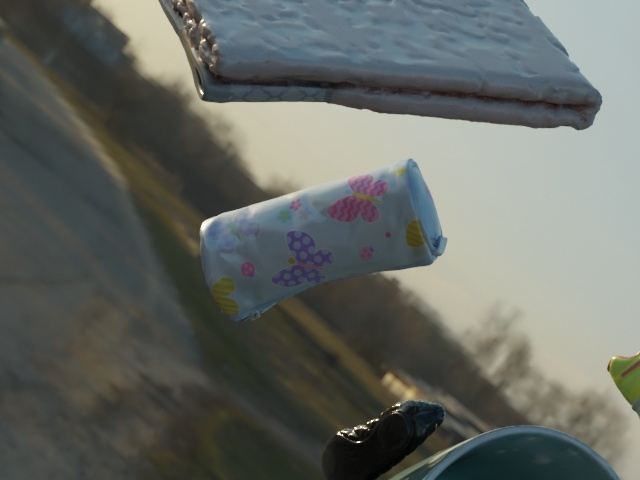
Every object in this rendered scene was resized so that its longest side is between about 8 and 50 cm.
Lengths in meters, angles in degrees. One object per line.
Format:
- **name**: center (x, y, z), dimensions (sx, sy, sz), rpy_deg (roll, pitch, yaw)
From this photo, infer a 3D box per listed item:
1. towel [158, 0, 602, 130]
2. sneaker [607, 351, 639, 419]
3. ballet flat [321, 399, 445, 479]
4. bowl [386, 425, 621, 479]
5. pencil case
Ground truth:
- **towel**: center (0.020, -0.190, 1.360), dimensions (0.317, 0.053, 0.332), rpy_deg (3, 34, -22)
- **sneaker**: center (0.383, 0.092, 1.791), dimensions (0.094, 0.208, 0.081), rpy_deg (45, -8, 28)
- **ballet flat**: center (0.052, 0.187, 1.550), dimensions (0.173, 0.049, 0.057), rpy_deg (-36, -113, 52)
- **bowl**: center (0.134, 0.320, 1.570), dimensions (0.311, 0.311, 0.163), rpy_deg (41, -23, -25)
- **pencil case**: center (0.000, 0.000, 1.934), dimensions (0.113, 0.273, 0.124), rpy_deg (49, 26, -61)
